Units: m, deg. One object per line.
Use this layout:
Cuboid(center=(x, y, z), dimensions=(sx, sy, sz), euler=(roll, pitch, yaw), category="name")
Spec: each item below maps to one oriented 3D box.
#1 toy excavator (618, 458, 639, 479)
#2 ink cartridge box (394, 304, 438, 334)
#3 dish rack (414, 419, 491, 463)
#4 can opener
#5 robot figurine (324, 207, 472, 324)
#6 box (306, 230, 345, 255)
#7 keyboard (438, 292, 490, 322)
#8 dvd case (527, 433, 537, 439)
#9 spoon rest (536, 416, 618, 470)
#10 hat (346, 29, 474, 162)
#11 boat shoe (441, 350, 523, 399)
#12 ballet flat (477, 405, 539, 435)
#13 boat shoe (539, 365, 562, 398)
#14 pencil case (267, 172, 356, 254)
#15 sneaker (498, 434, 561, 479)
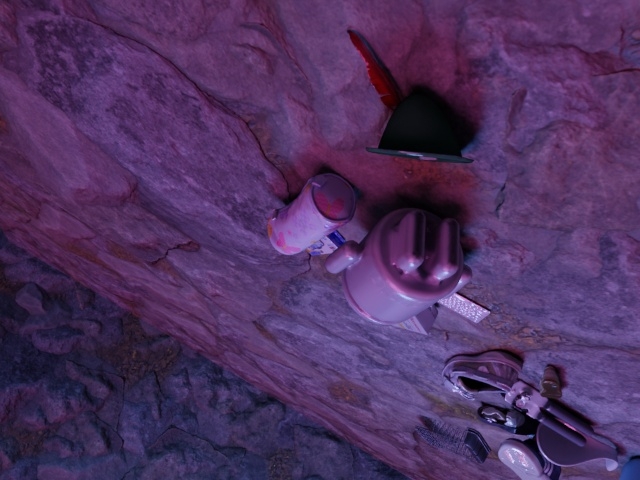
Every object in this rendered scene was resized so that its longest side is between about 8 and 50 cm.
Cuboid(center=(0.941, 0.690, 1.492), dimensions=(0.445, 0.222, 0.433), euler=(46, 148, -12), category="toy excavator")
Cuboid(center=(0.199, 0.168, 1.422), dimensions=(0.175, 0.072, 0.127), euler=(10, 150, 40), category="ink cartridge box")
Cuboid(center=(0.519, 0.794, 2.181), dimensions=(0.272, 0.074, 0.208), euler=(6, 143, 40), category="dish rack")
Cuboid(center=(0.648, 0.486, 1.568), dimensions=(0.280, 0.074, 0.093), euler=(32, -173, -1), category="can opener")
Cuboid(center=(0.164, 0.062, 1.160), dimensions=(0.300, 0.199, 0.353), euler=(16, 154, -9), category="robot figurine")
Cuboid(center=(0.000, 0.000, 1.399), dimensions=(0.081, 0.028, 0.136), euler=(45, 150, -26), category="box")
Cuboid(center=(0.291, 0.129, 1.352), dimensions=(0.256, 0.014, 0.072), euler=(28, 152, 2), category="keyboard")
Cuboid(center=(0.744, 0.659, 1.802), dimensions=(0.120, 0.013, 0.087), euler=(3, 142, 42), category="dvd case")
Cuboid(center=(0.759, 0.607, 1.604), dimensions=(0.277, 0.137, 0.084), euler=(19, 147, -10), category="spoon rest")
Cuboid(center=(0.163, -0.225, 0.879), dimensions=(0.173, 0.183, 0.209), euler=(13, -170, 41), category="hat")
Cuboid(center=(0.442, 0.395, 1.554), dimensions=(0.118, 0.103, 0.320), euler=(34, 152, -9), category="boat shoe")
Cuboid(center=(0.590, 0.568, 1.741), dimensions=(0.203, 0.074, 0.074), euler=(0, 141, 46), category="ballet flat")
Cuboid(center=(0.608, 0.379, 1.446), dimensions=(0.056, 0.048, 0.153), euler=(-1, 148, 26), category="boat shoe")
Cuboid(center=(-0.027, -0.056, 1.243), dimensions=(0.124, 0.114, 0.273), euler=(60, 149, 0), category="pencil case")
Cuboid(center=(0.663, 0.661, 1.708), dimensions=(0.131, 0.148, 0.350), euler=(9, 149, 42), category="sneaker")
